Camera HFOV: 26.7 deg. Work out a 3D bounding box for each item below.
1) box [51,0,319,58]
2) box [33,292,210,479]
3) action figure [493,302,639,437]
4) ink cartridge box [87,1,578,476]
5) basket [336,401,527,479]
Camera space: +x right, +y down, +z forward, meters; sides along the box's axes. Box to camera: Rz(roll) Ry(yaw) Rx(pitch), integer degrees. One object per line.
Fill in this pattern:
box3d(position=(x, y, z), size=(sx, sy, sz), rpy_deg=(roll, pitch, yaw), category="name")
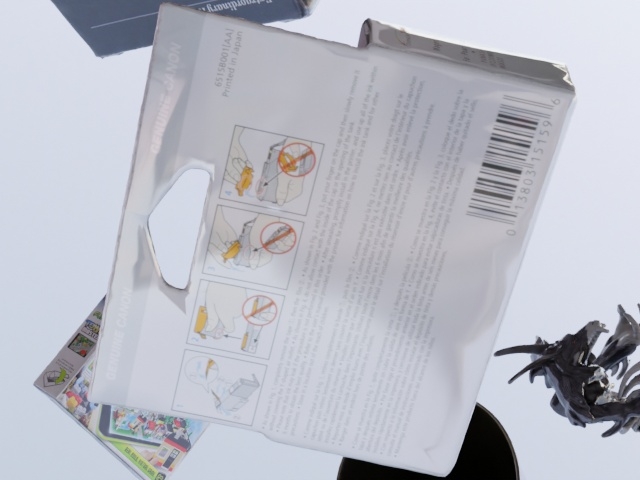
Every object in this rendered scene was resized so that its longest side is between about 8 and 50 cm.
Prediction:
box3d(position=(-0.175, -0.391, 1.218), size=(0.294, 0.395, 0.212), rpy_deg=(-3, -134, 40), category="box")
box3d(position=(-0.178, 0.148, 1.292), size=(0.036, 0.207, 0.114), rpy_deg=(26, -109, 36), category="box")
box3d(position=(0.310, 0.129, 1.302), size=(0.276, 0.141, 0.164), rpy_deg=(23, -166, -21), category="action figure")
box3d(position=(0.000, 0.000, 0.820), size=(0.239, 0.275, 0.060), rpy_deg=(13, -154, -4), category="ink cartridge box")
box3d(position=(0.130, 0.272, 1.137), size=(0.154, 0.227, 0.204), rpy_deg=(-27, -146, 6), category="basket")
